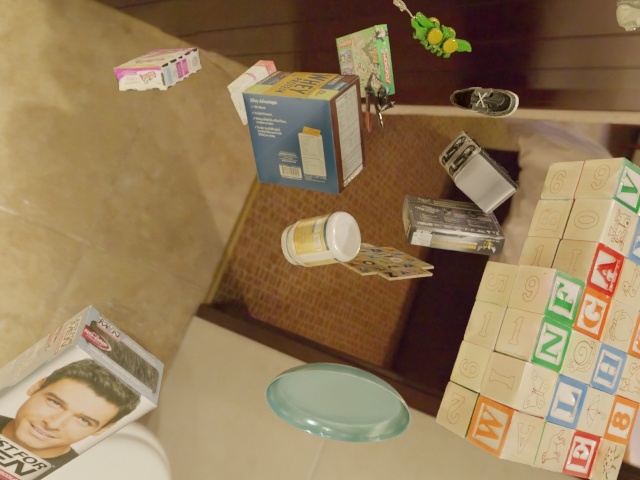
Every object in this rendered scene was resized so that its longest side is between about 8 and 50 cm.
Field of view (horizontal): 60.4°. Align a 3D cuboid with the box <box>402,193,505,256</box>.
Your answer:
[{"bbox_3d":[0.330,-0.042,1.398,0.183,0.231,0.056,-86,-176,-61],"label":"box"}]

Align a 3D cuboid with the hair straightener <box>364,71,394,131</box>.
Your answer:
[{"bbox_3d":[0.176,-0.417,1.652,0.230,0.089,0.047,76,3,-58],"label":"hair straightener"}]

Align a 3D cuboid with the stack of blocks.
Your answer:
[{"bbox_3d":[0.250,0.072,0.553,0.171,0.087,0.297,23,84,-27],"label":"stack of blocks"}]

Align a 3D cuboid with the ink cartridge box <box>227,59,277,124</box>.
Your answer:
[{"bbox_3d":[-0.214,-0.468,1.740,0.198,0.067,0.115,-47,135,-27],"label":"ink cartridge box"}]

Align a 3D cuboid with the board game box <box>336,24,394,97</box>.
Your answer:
[{"bbox_3d":[0.146,-0.594,1.861,0.046,0.317,0.213,-14,107,-17],"label":"board game box"}]

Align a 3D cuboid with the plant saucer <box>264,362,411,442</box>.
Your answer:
[{"bbox_3d":[0.038,0.350,1.195,0.043,0.318,0.317,-76,148,-41],"label":"plant saucer"}]

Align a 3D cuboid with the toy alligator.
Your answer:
[{"bbox_3d":[0.209,-0.406,1.081,0.190,0.051,0.056,22,43,-19],"label":"toy alligator"}]

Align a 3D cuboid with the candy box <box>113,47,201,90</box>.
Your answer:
[{"bbox_3d":[-0.483,-0.518,1.656,0.233,0.159,0.071,-64,153,-54],"label":"candy box"}]

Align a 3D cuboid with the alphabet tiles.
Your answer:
[{"bbox_3d":[0.185,0.063,1.786,0.285,0.343,0.011,-4,108,-32],"label":"alphabet tiles"}]

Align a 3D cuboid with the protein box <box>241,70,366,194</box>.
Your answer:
[{"bbox_3d":[-0.029,-0.226,1.134,0.136,0.200,0.201,-49,141,-45],"label":"protein box"}]

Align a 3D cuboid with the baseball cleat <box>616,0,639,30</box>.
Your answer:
[{"bbox_3d":[0.460,-0.339,0.692,0.072,0.206,0.109,-16,98,-24],"label":"baseball cleat"}]

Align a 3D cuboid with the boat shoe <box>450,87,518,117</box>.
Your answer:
[{"bbox_3d":[0.492,-0.419,1.663,0.079,0.233,0.084,-4,110,-31],"label":"boat shoe"}]

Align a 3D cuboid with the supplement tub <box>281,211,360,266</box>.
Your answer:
[{"bbox_3d":[0.000,0.000,1.599,0.144,0.200,0.144,15,70,-50],"label":"supplement tub"}]

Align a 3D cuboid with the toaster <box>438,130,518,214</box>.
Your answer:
[{"bbox_3d":[0.405,-0.173,1.412,0.186,0.168,0.110,37,110,-21],"label":"toaster"}]

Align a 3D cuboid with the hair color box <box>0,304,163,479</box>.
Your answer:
[{"bbox_3d":[-0.491,0.299,0.988,0.375,0.113,0.185,-34,119,11],"label":"hair color box"}]
